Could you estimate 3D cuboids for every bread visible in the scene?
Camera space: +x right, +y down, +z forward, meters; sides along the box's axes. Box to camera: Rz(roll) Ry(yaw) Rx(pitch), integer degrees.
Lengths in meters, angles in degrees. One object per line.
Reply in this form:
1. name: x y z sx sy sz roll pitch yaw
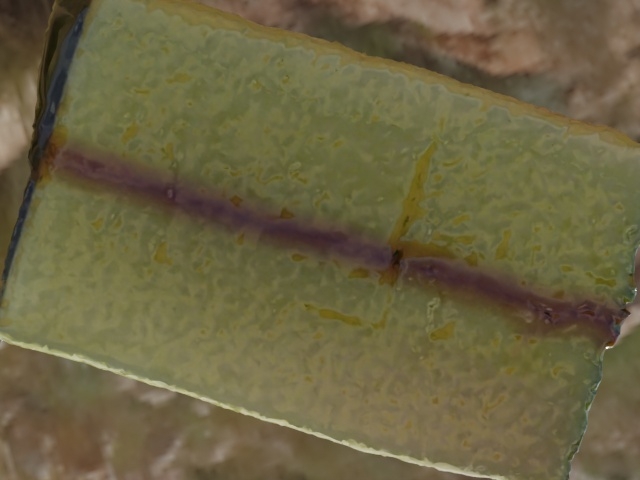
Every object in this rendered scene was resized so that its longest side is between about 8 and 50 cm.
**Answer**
1. bread: 0.003 0.001 0.774 0.264 0.167 0.163 18 -178 7
